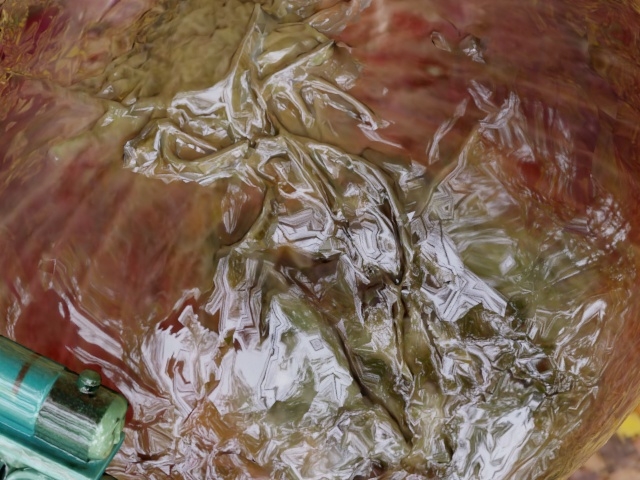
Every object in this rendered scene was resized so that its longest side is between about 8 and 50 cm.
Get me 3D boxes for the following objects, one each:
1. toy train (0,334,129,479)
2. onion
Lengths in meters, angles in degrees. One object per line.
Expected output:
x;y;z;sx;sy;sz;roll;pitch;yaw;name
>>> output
-0.084;0.031;0.335;0.092;0.029;0.045;26;120;3;toy train
-0.016;-0.019;0.648;0.354;0.353;0.353;-5;127;-7;onion
